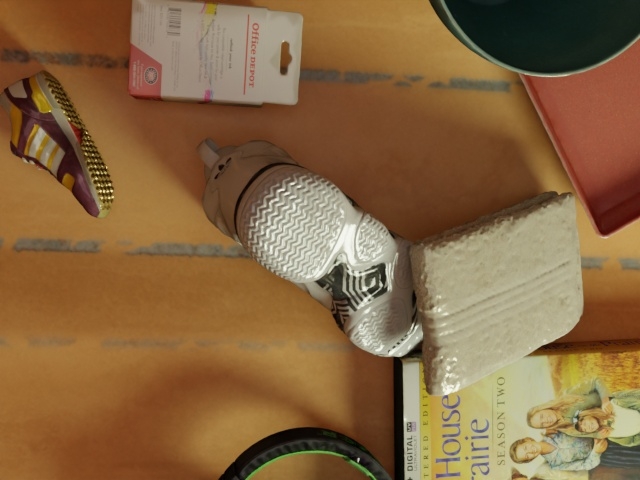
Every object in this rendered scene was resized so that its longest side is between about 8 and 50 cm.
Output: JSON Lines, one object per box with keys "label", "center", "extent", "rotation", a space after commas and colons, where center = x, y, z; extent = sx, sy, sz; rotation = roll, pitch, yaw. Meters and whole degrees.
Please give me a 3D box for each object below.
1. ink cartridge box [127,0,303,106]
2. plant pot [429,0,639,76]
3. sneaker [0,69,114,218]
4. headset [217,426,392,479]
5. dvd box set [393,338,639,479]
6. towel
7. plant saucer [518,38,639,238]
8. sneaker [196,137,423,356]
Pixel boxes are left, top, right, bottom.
{"label": "ink cartridge box", "center": [-0.124, -0.221, 0.915], "extent": [0.198, 0.067, 0.115], "rotation": [4, 95, -6]}
{"label": "plant pot", "center": [0.231, -0.341, 0.872], "extent": [0.290, 0.195, 0.290], "rotation": [-3, 106, -10]}
{"label": "sneaker", "center": [-0.315, -0.102, 0.908], "extent": [0.083, 0.069, 0.186], "rotation": [-25, 92, 5]}
{"label": "headset", "center": [-0.059, 0.421, 0.922], "extent": [0.243, 0.185, 0.394], "rotation": [36, 89, -8]}
{"label": "dvd box set", "center": [0.307, 0.289, 1.018], "extent": [0.420, 0.062, 0.308], "rotation": [-1, 95, -7]}
{"label": "towel", "center": [0.221, 0.055, 0.934], "extent": [0.282, 0.049, 0.187], "rotation": [-17, 105, -34]}
{"label": "plant saucer", "center": [0.409, -0.174, 0.995], "extent": [0.259, 0.048, 0.259], "rotation": [-29, 98, -4]}
{"label": "sneaker", "center": [0.000, 0.000, 0.922], "extent": [0.137, 0.210, 0.366], "rotation": [-50, 133, 0]}
